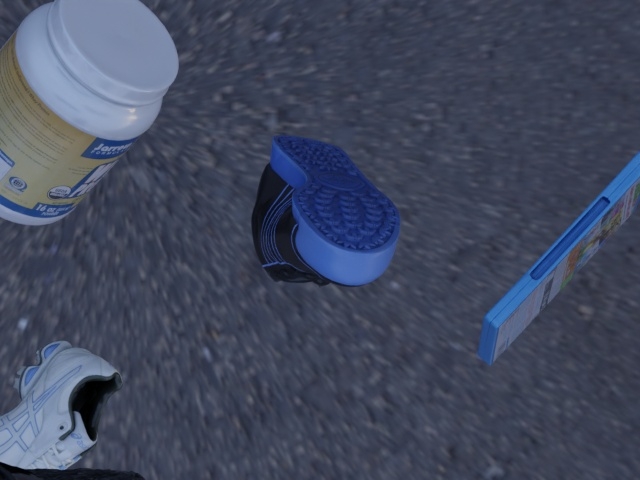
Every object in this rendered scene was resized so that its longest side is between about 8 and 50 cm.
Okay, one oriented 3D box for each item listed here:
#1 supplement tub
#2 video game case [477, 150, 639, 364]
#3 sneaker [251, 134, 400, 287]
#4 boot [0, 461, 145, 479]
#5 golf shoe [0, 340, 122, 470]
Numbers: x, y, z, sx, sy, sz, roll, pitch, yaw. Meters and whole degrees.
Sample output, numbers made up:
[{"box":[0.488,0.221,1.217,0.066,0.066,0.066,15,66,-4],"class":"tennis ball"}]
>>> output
[{"box":[-0.231,-0.122,1.776,0.144,0.144,0.200,42,126,-7],"class":"supplement tub"},{"box":[0.176,0.014,1.444,0.015,0.119,0.166,42,79,13],"class":"video game case"},{"box":[0.000,0.000,1.417,0.081,0.232,0.090,8,109,-12],"class":"sneaker"},{"box":[-0.280,0.151,1.268,0.260,0.348,0.131,10,107,-47],"class":"boot"},{"box":[-0.222,0.162,1.583,0.069,0.086,0.176,46,63,-44],"class":"golf shoe"}]
